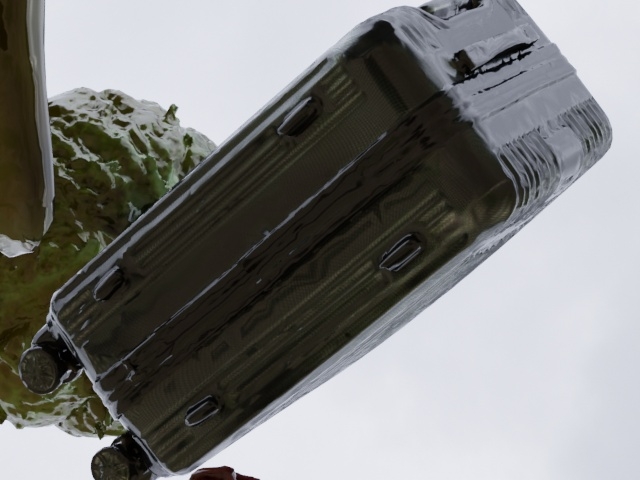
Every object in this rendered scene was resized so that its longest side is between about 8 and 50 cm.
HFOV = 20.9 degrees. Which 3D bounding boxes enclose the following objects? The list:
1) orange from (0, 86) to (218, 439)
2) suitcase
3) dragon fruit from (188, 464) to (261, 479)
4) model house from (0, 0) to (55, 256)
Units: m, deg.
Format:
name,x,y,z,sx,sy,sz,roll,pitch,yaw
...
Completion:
name,x,y,z,sx,sy,sz,roll,pitch,yaw
orange,-0.188,0.012,1.422,0.301,0.223,0.300,15,-106,-31
suitcase,0.000,0.000,0.934,0.312,0.202,0.128,-40,-96,29
dragon fruit,-0.045,0.193,0.773,0.262,0.211,0.134,-23,-54,7
model house,-0.195,-0.069,0.360,0.234,0.175,0.193,-22,-61,-35
